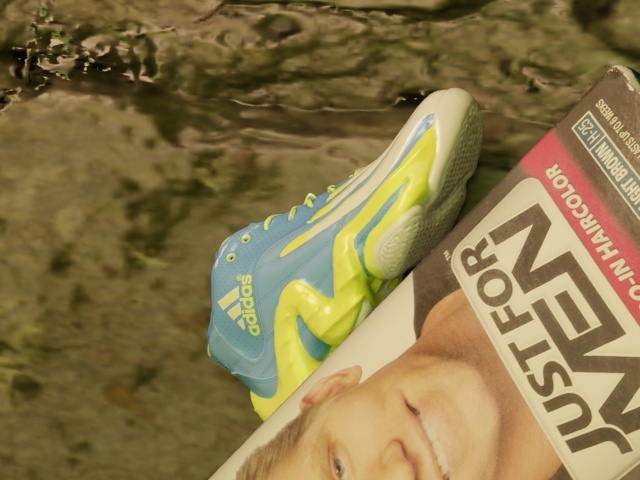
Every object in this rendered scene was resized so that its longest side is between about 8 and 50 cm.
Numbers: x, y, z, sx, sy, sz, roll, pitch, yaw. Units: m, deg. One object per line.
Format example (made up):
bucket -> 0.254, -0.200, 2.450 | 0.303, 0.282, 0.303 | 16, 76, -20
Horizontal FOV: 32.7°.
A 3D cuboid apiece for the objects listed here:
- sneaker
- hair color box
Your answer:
sneaker -> 0.000, 0.000, 0.670 | 0.126, 0.091, 0.240 | 30, 99, 19
hair color box -> 0.096, 0.102, 0.555 | 0.347, 0.105, 0.174 | -49, 46, 25
